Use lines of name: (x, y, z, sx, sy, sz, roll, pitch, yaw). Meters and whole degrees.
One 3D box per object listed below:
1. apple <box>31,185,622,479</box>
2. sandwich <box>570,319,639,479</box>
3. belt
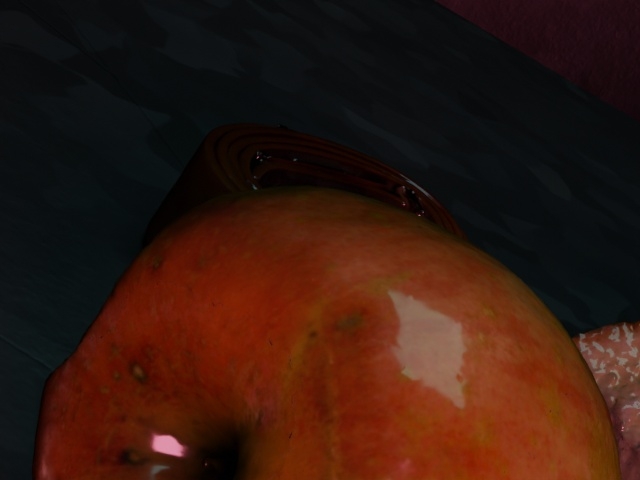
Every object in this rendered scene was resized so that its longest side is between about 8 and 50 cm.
apple: (0.007, 0.106, 0.607, 0.226, 0.246, 0.246, 22, 21, -49)
sandwich: (0.205, 0.122, 0.884, 0.128, 0.236, 0.122, 17, 37, -41)
belt: (0.000, 0.000, 1.043, 0.261, 0.105, 0.184, 14, 29, -44)
